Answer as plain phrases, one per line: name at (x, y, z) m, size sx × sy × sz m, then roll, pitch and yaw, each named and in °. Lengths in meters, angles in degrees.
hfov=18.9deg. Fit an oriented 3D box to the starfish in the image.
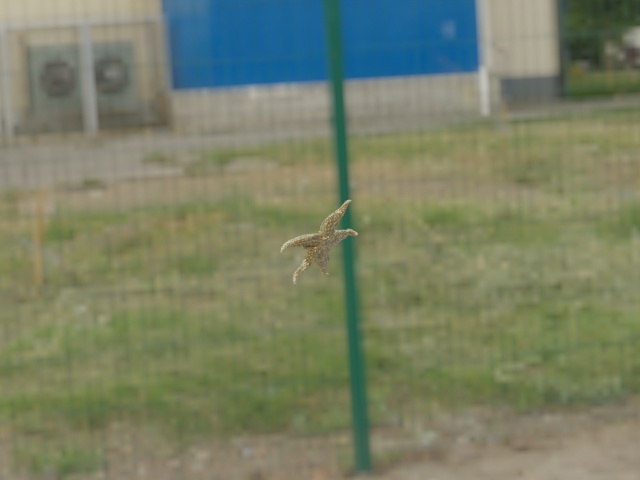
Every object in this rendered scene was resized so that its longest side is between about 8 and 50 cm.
starfish at (0.000, 0.000, 1.789) m, size 0.092 × 0.086 × 0.016 m, roll -5°, pitch 31°, yaw -42°
